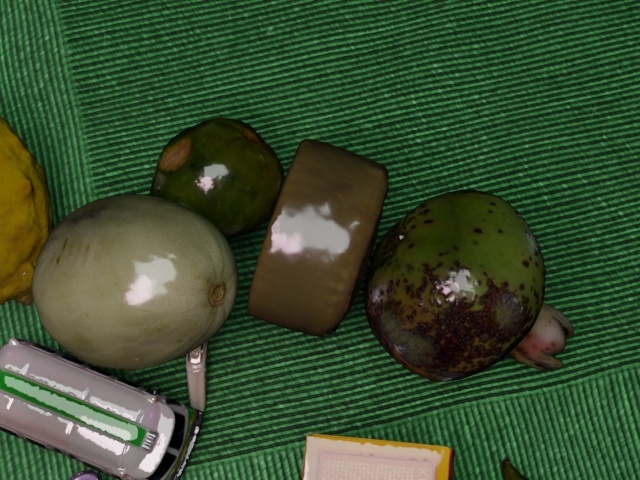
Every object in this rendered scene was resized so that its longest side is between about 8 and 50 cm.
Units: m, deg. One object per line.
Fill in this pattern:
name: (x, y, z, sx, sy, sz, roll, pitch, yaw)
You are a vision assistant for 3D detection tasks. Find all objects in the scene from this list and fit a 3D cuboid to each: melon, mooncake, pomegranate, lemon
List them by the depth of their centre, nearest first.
melon: (-0.264, 0.057, 1.737, 0.308, 0.272, 0.272, -14, 78, 13)
mooncake: (0.000, 0.000, 1.788, 0.155, 0.284, 0.284, 20, 78, 0)
pomegranate: (0.233, 0.094, 1.800, 0.340, 0.285, 0.285, 33, 78, -20)
lemon: (-0.537, -0.059, 1.805, 0.285, 0.285, 0.316, -16, 64, -4)

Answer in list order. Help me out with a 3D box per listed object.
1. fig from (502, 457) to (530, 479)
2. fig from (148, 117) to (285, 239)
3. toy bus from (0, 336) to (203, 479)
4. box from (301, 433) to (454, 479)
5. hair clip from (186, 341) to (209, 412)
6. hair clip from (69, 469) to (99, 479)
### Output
fig: (0.326, 0.403, 1.783, 0.126, 0.133, 0.185, 1, 57, 8)
fig: (-0.177, -0.078, 1.872, 0.245, 0.195, 0.195, -34, 78, 27)
toy bus: (-0.336, 0.252, 1.781, 0.305, 0.179, 0.143, 22, 78, 4)
box: (0.068, 0.422, 1.706, 0.214, 0.259, 0.283, 6, 78, 2)
hair clip: (-0.188, 0.148, 1.860, 0.034, 0.072, 0.226, -1, 79, 3)
hair clip: (-0.310, 0.466, 1.788, 0.137, 0.090, 0.278, -12, 87, -16)
